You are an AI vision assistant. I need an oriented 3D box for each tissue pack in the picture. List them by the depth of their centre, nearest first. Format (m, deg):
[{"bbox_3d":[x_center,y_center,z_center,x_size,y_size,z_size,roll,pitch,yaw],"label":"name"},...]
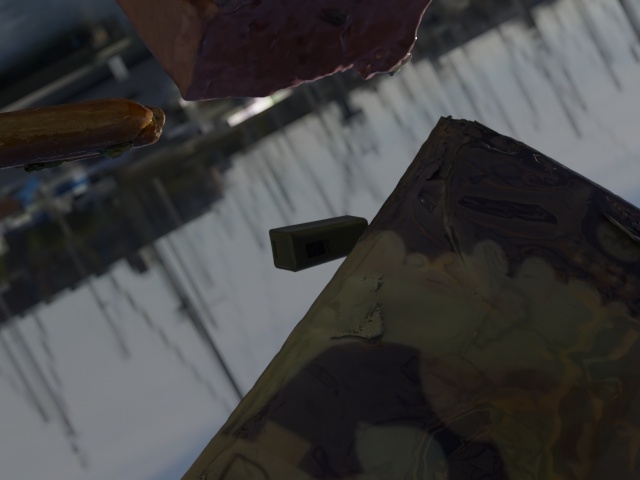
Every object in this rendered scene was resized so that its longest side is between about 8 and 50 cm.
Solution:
[{"bbox_3d":[0.080,0.123,0.941,0.343,0.242,0.125,-53,172,-34],"label":"tissue pack"}]

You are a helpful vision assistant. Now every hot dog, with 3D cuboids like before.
[{"bbox_3d":[-0.294,-0.116,2.069,0.249,0.068,0.100,-6,174,21],"label":"hot dog"}]

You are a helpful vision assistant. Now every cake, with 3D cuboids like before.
[{"bbox_3d":[-0.050,-0.335,1.902,0.314,0.293,0.307,-5,130,-24],"label":"cake"}]

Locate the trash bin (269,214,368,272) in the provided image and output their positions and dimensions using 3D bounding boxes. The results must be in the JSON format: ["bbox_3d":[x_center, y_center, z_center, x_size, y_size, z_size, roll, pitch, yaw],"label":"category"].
[{"bbox_3d":[0.000,0.000,1.932,0.092,0.043,0.061,-15,-170,-23],"label":"trash bin"}]
